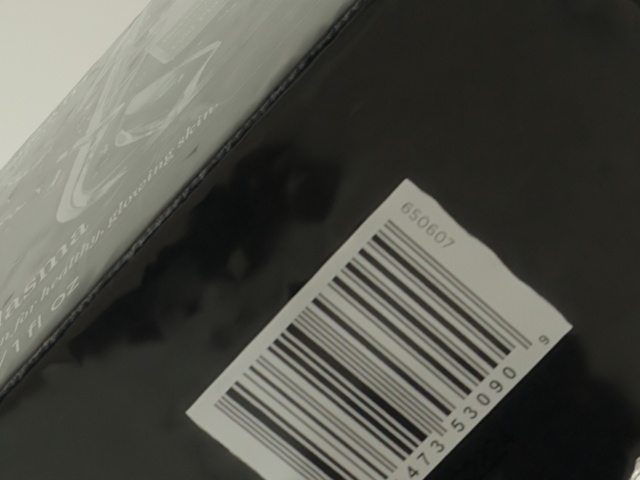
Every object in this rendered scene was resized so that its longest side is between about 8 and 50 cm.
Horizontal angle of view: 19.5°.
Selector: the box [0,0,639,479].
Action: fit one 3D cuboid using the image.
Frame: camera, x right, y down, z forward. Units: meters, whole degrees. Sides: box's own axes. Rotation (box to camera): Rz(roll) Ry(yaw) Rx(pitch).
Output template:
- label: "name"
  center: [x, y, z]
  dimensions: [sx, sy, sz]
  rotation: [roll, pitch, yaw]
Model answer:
- label: "box"
  center: [0.000, 0.000, 1.139]
  dimensions: [0.297, 0.480, 0.472]
  rotation: [40, -170, -16]
